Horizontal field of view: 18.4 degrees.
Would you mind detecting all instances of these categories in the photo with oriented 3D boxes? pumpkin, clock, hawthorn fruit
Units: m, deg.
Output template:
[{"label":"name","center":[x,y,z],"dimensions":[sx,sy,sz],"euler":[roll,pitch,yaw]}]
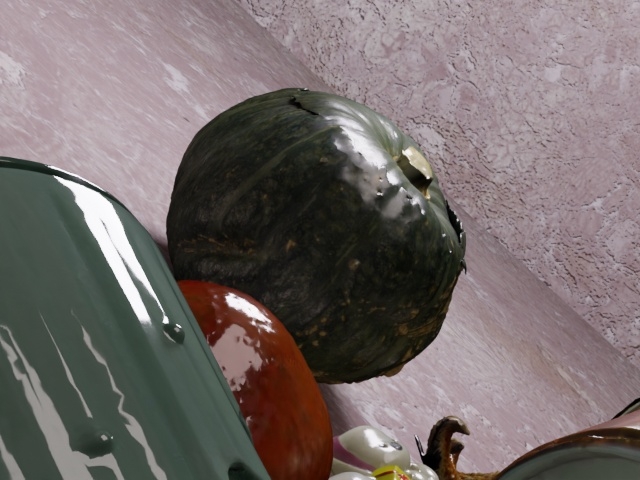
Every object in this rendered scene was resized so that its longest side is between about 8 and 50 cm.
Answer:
[{"label":"pumpkin","center":[0.000,0.000,1.913],"dimensions":[0.291,0.257,0.328],"euler":[42,15,-31]},{"label":"clock","center":[0.045,0.229,1.602],"dimensions":[0.144,0.103,0.231],"euler":[48,12,-9]},{"label":"hawthorn fruit","center":[-0.110,0.144,1.217],"dimensions":[0.224,0.224,0.261],"euler":[39,33,-11]}]

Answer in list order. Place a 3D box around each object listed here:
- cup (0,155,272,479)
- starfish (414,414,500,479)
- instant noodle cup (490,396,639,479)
[{"label":"cup","center":[-0.103,0.204,0.799],"dimensions":[0.401,0.310,0.392],"euler":[21,29,-54]},{"label":"starfish","center":[0.188,0.275,1.878],"dimensions":[0.303,0.113,0.312],"euler":[35,16,-28]},{"label":"instant noodle cup","center":[0.210,0.217,1.140],"dimensions":[0.296,0.296,0.214],"euler":[48,23,27]}]
